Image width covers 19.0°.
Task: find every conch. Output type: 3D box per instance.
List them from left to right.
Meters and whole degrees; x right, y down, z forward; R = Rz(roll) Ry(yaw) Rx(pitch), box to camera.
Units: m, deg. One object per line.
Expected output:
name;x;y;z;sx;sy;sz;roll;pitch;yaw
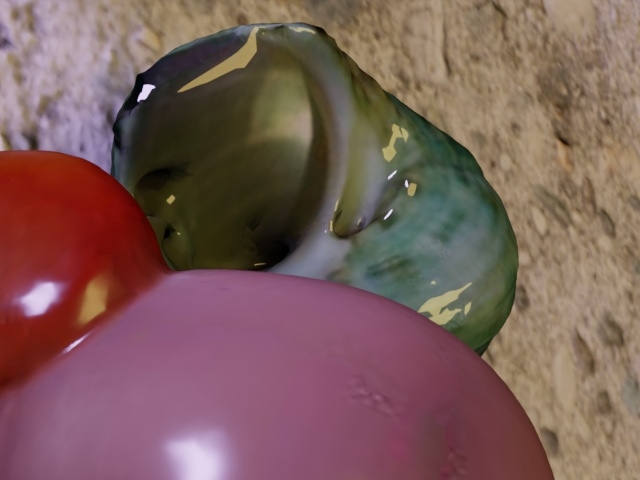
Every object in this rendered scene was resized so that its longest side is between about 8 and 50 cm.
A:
conch;-0.003;-0.002;0.823;0.176;0.122;0.188;-26;90;-41

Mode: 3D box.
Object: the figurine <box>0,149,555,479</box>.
figurine;-0.030;0.111;0.667;0.261;0.211;0.269;38;49;-31
